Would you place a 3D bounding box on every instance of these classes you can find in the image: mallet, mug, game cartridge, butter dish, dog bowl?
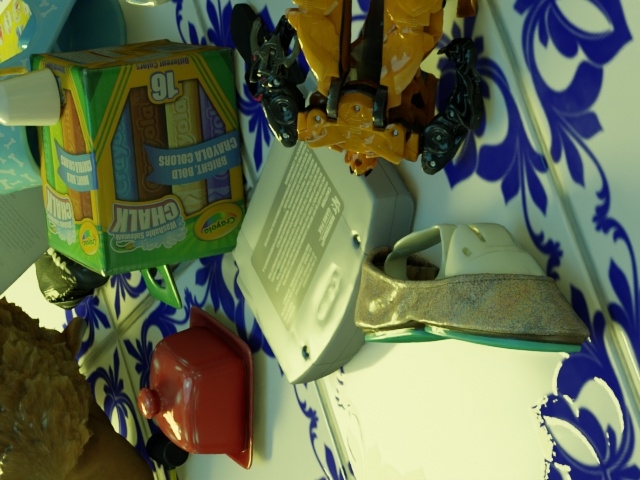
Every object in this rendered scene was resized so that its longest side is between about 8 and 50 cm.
[{"bbox_3d":[-0.181,0.330,2.187,0.062,0.039,0.190,19,120,59],"label":"mallet"},{"bbox_3d":[-0.321,-0.151,1.870,0.078,0.064,0.062,22,120,59],"label":"mug"},{"bbox_3d":[0.000,0.000,1.724,0.198,0.062,0.297,57,145,28],"label":"game cartridge"},{"bbox_3d":[-0.151,0.175,1.987,0.160,0.118,0.160,32,127,53],"label":"butter dish"},{"bbox_3d":[-0.313,-0.188,2.039,0.074,0.297,0.166,2,144,25],"label":"dog bowl"}]

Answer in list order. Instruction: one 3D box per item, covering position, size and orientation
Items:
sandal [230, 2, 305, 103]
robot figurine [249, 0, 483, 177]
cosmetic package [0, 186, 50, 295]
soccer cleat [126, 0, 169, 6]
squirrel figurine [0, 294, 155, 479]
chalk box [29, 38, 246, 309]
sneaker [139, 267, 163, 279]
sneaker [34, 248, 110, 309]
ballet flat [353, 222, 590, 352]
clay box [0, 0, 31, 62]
[{"bbox_3d":[-0.062,-0.175,1.788,0.179,0.040,0.067,56,143,37],"label":"sandal"},{"bbox_3d":[0.046,-0.191,1.484,0.211,0.085,0.291,12,123,16],"label":"robot figurine"},{"bbox_3d":[-0.412,-0.067,2.241,0.138,0.225,0.224,51,165,-29],"label":"cosmetic package"},{"bbox_3d":[-0.186,-0.380,1.683,0.116,0.143,0.331,6,129,42],"label":"soccer cleat"},{"bbox_3d":[-0.368,0.216,2.245,0.370,0.281,0.397,-106,4,-48],"label":"squirrel figurine"},{"bbox_3d":[-0.200,-0.066,1.930,0.180,0.179,0.289,17,114,59],"label":"chalk box"},{"bbox_3d":[-0.267,-0.045,2.119,0.079,0.121,0.217,-42,63,59],"label":"sneaker"},{"bbox_3d":[-0.325,0.046,2.309,0.234,0.078,0.106,25,124,61],"label":"sneaker"},{"bbox_3d":[0.116,0.038,1.479,0.316,0.107,0.106,-2,84,61],"label":"ballet flat"},{"bbox_3d":[-0.377,-0.259,2.319,0.222,0.053,0.127,-30,73,61],"label":"clay box"}]
